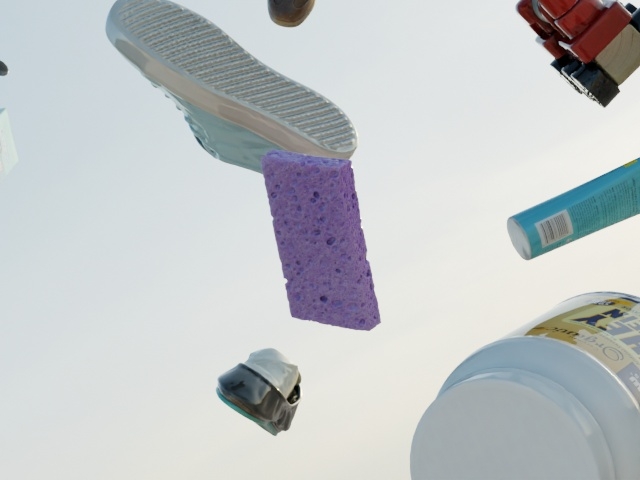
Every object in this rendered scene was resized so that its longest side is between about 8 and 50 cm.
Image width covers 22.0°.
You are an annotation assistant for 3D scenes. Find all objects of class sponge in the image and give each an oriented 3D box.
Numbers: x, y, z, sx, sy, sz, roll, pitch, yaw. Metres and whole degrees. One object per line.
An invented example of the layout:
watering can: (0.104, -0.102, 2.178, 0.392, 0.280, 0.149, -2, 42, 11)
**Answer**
sponge: (0.000, 0.000, 1.892, 0.117, 0.210, 0.031, 8, 29, 38)

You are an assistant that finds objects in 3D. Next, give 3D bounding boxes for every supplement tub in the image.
supplement tub: (0.244, 0.188, 1.621, 0.228, 0.228, 0.316, -32, -6, 32)

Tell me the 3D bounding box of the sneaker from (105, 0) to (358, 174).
sneaker: (-0.138, -0.170, 2.124, 0.150, 0.366, 0.135, -45, 20, 38)

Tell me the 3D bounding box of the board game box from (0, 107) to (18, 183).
board game box: (-0.521, -0.081, 2.006, 0.254, 0.079, 0.336, -11, 13, -1)

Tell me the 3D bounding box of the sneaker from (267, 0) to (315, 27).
sneaker: (-0.031, -0.370, 2.165, 0.066, 0.188, 0.071, 9, -30, 10)

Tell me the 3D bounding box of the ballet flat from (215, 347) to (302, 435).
ballet flat: (-0.074, 0.192, 2.159, 0.096, 0.095, 0.280, -54, -10, -6)

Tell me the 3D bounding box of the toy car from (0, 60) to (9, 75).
toy car: (-0.383, -0.223, 1.569, 0.149, 0.188, 0.155, -51, -13, 19)

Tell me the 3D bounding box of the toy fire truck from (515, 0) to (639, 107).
toy fire truck: (0.269, -0.279, 1.980, 0.158, 0.246, 0.217, -45, 10, 7)

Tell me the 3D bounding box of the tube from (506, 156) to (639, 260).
tube: (0.307, -0.040, 1.810, 0.207, 0.052, 0.080, -22, -46, -13)
